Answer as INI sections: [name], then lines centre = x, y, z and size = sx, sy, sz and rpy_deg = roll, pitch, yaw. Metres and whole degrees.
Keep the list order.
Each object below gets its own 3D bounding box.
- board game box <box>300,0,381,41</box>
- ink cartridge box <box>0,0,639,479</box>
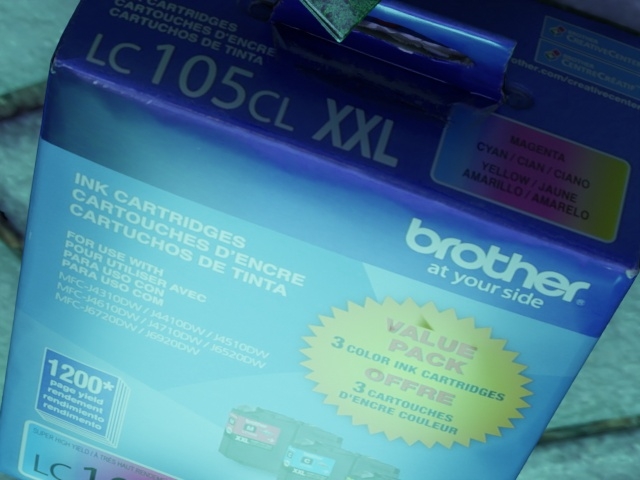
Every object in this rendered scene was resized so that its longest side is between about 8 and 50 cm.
[board game box]
centre = -0.035, -0.212, 0.674
size = 0.136, 0.030, 0.259
rpy_deg = -43, 98, 15
[ink cartridge box]
centre = 0.000, 0.000, 0.895
size = 0.270, 0.151, 0.395
rpy_deg = 19, 138, 1
